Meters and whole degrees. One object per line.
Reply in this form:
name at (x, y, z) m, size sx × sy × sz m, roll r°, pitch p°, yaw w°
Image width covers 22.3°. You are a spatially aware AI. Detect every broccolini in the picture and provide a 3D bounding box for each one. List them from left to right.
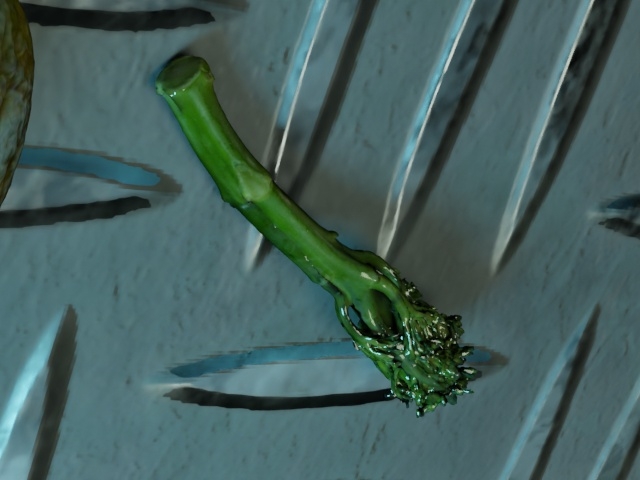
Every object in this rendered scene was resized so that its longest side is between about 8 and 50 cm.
broccolini at (0.000, 0.000, 0.709) m, size 0.054 × 0.051 × 0.239 m, roll -42°, pitch 130°, yaw -1°

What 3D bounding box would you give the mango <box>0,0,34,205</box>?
mango at (-0.204, 0.035, 0.469) m, size 0.316 × 0.146 × 0.193 m, roll -50°, pitch 169°, yaw -16°
